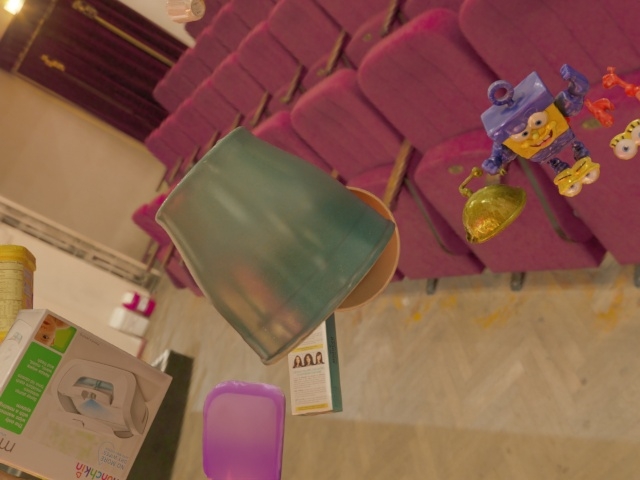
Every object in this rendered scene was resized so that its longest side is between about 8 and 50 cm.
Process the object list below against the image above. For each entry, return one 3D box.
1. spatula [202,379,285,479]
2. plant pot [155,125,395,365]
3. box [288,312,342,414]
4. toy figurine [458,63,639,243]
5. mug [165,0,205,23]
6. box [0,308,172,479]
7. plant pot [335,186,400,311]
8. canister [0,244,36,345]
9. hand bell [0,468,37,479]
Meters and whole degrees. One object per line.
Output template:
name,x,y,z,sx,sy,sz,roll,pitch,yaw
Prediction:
spatula,-0.084,0.270,0.577,0.084,0.030,0.296,2,73,23
plant pot,-0.079,-0.012,0.954,0.271,0.255,0.271,-46,6,6
box,-0.016,0.263,1.519,0.100,0.060,0.244,-12,68,21
toy figurine,0.309,-0.179,1.079,0.362,0.217,0.191,-38,39,28
mug,-0.252,-0.457,1.306,0.064,0.062,0.078,19,95,42
box,-0.422,0.274,1.123,0.127,0.262,0.231,-9,50,47
plant pot,0.000,0.000,1.498,0.256,0.256,0.274,-62,22,-2
canister,-0.569,0.106,1.245,0.126,0.073,0.170,118,148,-71
hand bell,-0.291,0.328,0.819,0.126,0.242,0.126,-32,52,53
